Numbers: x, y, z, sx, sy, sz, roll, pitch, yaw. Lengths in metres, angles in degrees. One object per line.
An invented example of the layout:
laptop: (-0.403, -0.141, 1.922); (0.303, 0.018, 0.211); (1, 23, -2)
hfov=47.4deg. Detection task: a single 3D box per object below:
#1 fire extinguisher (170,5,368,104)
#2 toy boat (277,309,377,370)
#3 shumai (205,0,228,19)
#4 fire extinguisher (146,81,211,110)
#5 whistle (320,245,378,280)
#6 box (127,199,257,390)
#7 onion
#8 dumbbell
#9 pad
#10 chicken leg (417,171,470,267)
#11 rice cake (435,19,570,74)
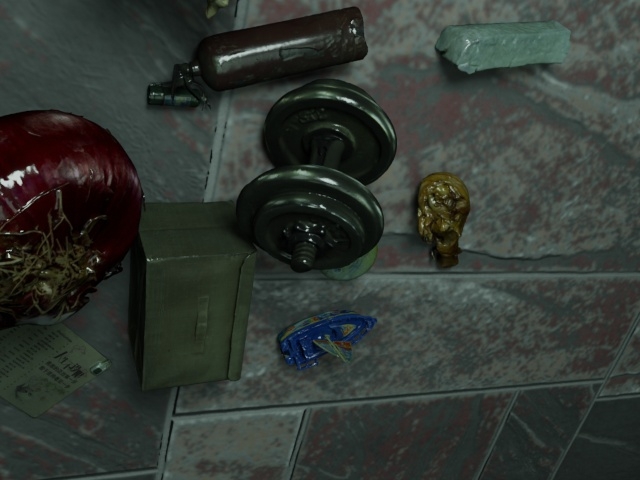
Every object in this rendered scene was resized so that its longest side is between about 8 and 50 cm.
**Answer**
fire extinguisher: (-0.069, -0.234, 0.934); (0.267, 0.089, 0.072); (-16, 151, -14)
toy boat: (0.023, 0.176, 1.238); (0.174, 0.110, 0.091); (-22, 128, -11)
shumai: (-0.109, -0.374, 0.715); (0.314, 0.262, 0.267); (-26, 130, -8)
fire extinguisher: (-0.184, -0.191, 0.954); (0.083, 0.025, 0.038); (0, 98, -24)
whistle: (0.000, 0.000, 1.152); (0.198, 0.057, 0.104); (20, 118, -25)
box: (-0.191, 0.079, 1.050); (0.148, 0.155, 0.232); (-3, 124, -22)
onion: (-0.359, -0.027, 0.865); (0.314, 0.232, 0.314); (-36, 160, -16)
dumbbell: (-0.001, -0.083, 0.967); (0.191, 0.290, 0.192); (8, 146, 6)
pad: (-0.455, 0.162, 1.083); (0.159, 0.009, 0.265); (-35, 129, 2)
chicken leg: (0.205, -0.020, 1.203); (0.085, 0.101, 0.208); (0, 138, 13)
rice cake: (0.273, -0.284, 1.065); (0.206, 0.069, 0.063); (-8, 124, -18)
